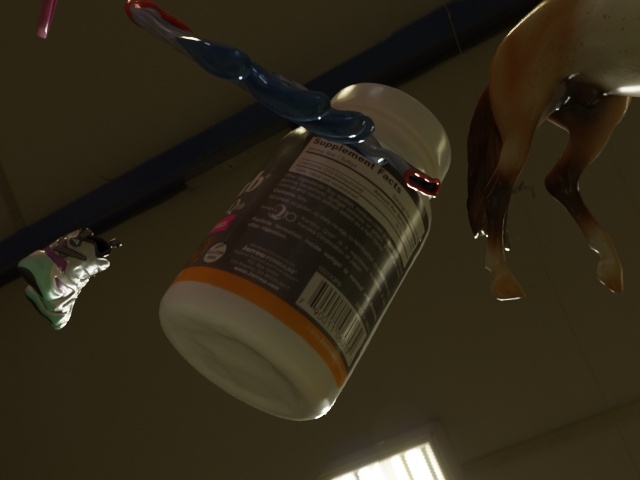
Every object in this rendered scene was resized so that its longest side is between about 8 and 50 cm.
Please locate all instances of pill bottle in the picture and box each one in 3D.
[{"bbox_3d":[0.000,0.000,0.650,0.162,0.162,0.278,25,-121,13],"label":"pill bottle"}]

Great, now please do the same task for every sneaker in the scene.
[{"bbox_3d":[-0.168,0.022,0.517,0.038,0.098,0.069,47,-117,4],"label":"sneaker"}]

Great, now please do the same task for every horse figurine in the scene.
[{"bbox_3d":[0.148,-0.066,0.334,0.263,0.066,0.175,-16,-107,53],"label":"horse figurine"}]

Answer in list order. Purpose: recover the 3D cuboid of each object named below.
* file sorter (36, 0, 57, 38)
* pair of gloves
[{"bbox_3d":[-0.269,-0.265,0.419,0.290,0.202,0.182,14,-42,-21],"label":"file sorter"},{"bbox_3d":[-0.012,-0.081,0.433,0.159,0.198,0.023,36,-79,32],"label":"pair of gloves"}]
